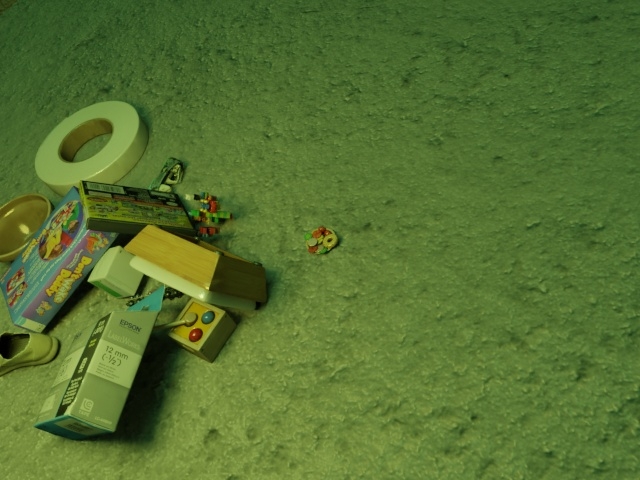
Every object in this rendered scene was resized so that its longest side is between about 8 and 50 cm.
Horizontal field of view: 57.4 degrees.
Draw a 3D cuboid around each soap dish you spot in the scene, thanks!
[{"bbox_3d":[-0.290,0.062,1.407,0.290,0.229,0.118,21,89,31],"label":"soap dish"}]

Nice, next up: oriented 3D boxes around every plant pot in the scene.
[{"bbox_3d":[-0.888,-0.020,1.764,0.237,0.110,0.238,-10,53,14],"label":"plant pot"}]

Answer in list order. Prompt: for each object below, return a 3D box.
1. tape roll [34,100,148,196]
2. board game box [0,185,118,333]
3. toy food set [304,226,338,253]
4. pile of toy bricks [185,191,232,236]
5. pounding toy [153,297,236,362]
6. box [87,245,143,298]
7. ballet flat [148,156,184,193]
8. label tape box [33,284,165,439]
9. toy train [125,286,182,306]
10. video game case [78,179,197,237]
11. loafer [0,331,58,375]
[{"bbox_3d":[-0.769,-0.314,1.966,0.391,0.072,0.392,-10,53,13],"label":"tape roll"},{"bbox_3d":[-0.720,0.047,1.597,0.347,0.078,0.233,-51,45,0],"label":"board game box"},{"bbox_3d":[0.000,0.000,1.485,0.082,0.020,0.083,-32,51,-5],"label":"toy food set"},{"bbox_3d":[-0.293,-0.072,1.597,0.105,0.118,0.212,1,8,-28],"label":"pile of toy bricks"},{"bbox_3d":[-0.305,0.208,1.389,0.141,0.100,0.130,18,63,30],"label":"pounding toy"},{"bbox_3d":[-0.536,0.085,1.550,0.087,0.101,0.102,-12,49,37],"label":"box"},{"bbox_3d":[-0.465,-0.173,1.759,0.070,0.070,0.189,7,61,24],"label":"ballet flat"},{"bbox_3d":[-0.499,0.262,1.339,0.249,0.115,0.348,-27,42,45],"label":"label tape box"},{"bbox_3d":[-0.436,0.145,1.531,0.158,0.027,0.036,-14,48,9],"label":"toy train"},{"bbox_3d":[-0.495,-0.082,1.571,0.274,0.035,0.248,7,24,-30],"label":"video game case"},{"bbox_3d":[-0.820,0.286,1.523,0.268,0.092,0.102,-16,51,8],"label":"loafer"}]
